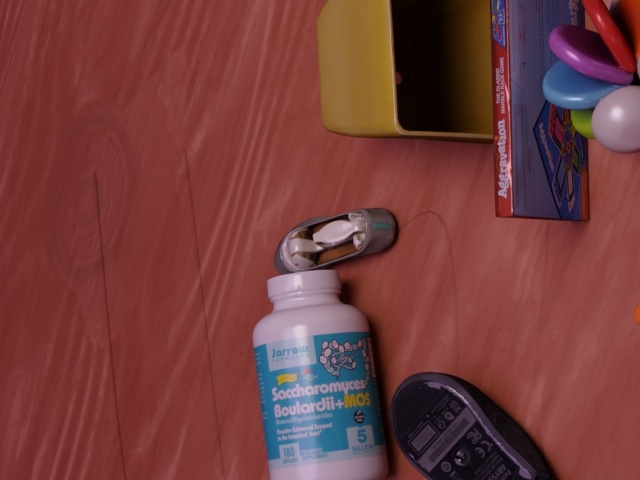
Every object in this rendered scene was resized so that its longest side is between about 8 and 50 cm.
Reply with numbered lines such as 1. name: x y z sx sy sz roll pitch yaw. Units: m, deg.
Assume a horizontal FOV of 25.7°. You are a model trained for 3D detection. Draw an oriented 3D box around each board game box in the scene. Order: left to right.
1. board game box: 0.236 -0.163 1.509 0.027 0.145 0.281 -4 86 45

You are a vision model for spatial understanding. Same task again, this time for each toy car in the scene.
1. toy car: 0.299 -0.191 1.433 0.182 0.136 0.159 -54 28 27

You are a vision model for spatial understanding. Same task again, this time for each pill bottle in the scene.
1. pill bottle: -0.004 0.173 1.718 0.146 0.146 0.264 -16 78 41

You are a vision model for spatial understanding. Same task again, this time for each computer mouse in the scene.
1. computer mouse: 0.188 0.263 1.599 0.272 0.072 0.188 51 120 16

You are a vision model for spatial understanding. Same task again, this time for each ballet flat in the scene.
1. ballet flat: 0.000 0.000 1.772 0.213 0.068 0.072 -18 77 41

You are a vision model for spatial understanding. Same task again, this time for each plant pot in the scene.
1. plant pot: 0.108 -0.207 1.602 0.187 0.212 0.212 -10 82 56

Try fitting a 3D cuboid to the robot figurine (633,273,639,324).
1. robot figurine: 0.398 0.018 1.369 0.128 0.158 0.219 38 116 12
